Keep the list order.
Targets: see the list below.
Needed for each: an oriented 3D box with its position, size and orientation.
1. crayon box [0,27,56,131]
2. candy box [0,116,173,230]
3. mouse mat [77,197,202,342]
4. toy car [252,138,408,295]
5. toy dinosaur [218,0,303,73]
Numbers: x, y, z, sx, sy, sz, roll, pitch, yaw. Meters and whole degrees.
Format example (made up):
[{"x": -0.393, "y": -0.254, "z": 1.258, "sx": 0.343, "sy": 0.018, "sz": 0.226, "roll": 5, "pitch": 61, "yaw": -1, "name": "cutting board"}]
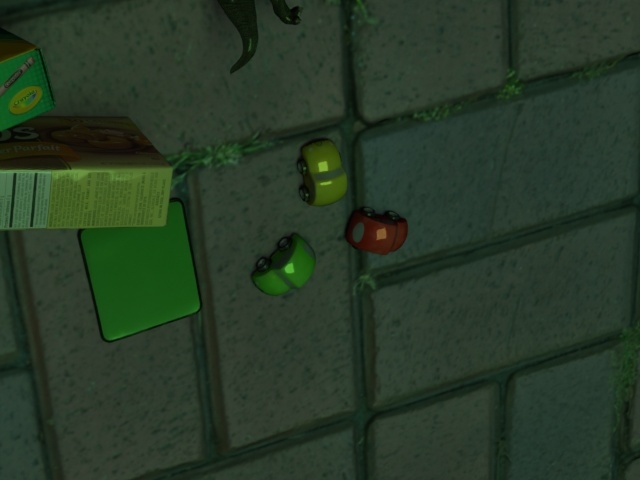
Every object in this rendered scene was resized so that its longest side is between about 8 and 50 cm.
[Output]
[{"x": -0.464, "y": -0.155, "z": 1.588, "sx": 0.278, "sy": 0.165, "sz": 0.081, "roll": -27, "pitch": 124, "yaw": -27, "name": "crayon box"}, {"x": -0.359, "y": -0.084, "z": 1.698, "sx": 0.316, "sy": 0.183, "sz": 0.087, "roll": -2, "pitch": 115, "yaw": -26, "name": "candy box"}, {"x": -0.245, "y": 0.042, "z": 1.927, "sx": 0.152, "sy": 0.007, "sz": 0.189, "roll": -18, "pitch": 122, "yaw": -18, "name": "mouse mat"}, {"x": 0.000, "y": 0.000, "z": 2.000, "sx": 0.225, "sy": 0.053, "sz": 0.239, "roll": -45, "pitch": 125, "yaw": 0, "name": "toy car"}, {"x": -0.073, "y": -0.370, "z": 1.760, "sx": 0.160, "sy": 0.121, "sz": 0.313, "roll": 22, "pitch": 108, "yaw": -21, "name": "toy dinosaur"}]
